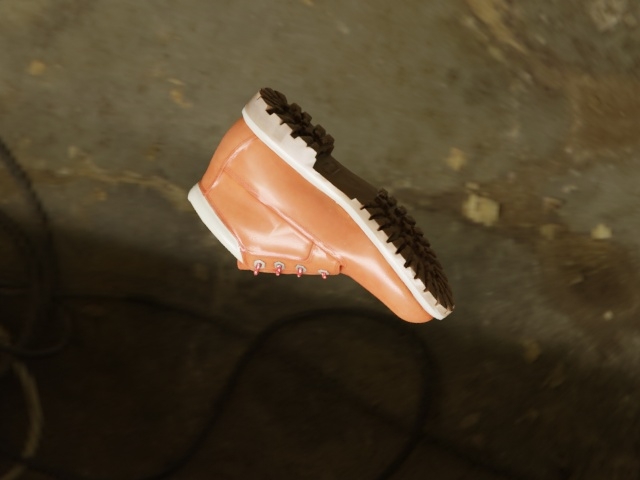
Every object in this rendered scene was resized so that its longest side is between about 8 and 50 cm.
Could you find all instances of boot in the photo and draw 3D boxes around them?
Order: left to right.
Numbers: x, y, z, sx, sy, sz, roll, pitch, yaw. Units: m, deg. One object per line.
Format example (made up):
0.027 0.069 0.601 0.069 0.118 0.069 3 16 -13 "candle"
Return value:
0.000 0.000 0.990 0.158 0.059 0.084 44 106 8 "boot"
